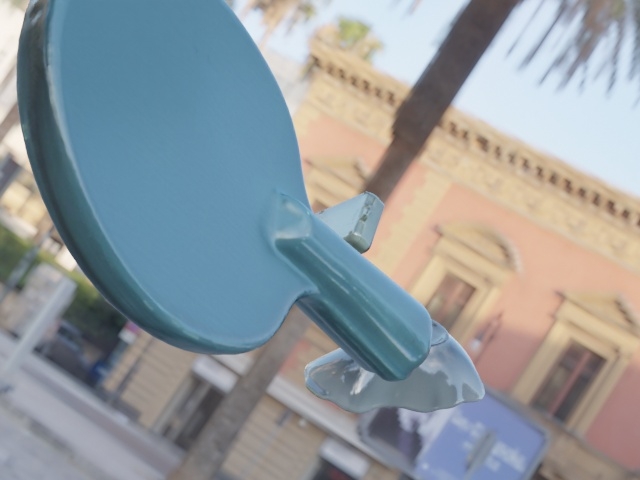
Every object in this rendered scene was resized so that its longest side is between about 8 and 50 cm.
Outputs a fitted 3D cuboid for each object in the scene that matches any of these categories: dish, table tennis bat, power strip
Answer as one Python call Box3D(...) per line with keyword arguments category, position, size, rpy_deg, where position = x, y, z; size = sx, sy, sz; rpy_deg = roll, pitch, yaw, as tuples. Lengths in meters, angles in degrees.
Box3D(category="dish", position=(0.051, 0.077, 0.991), size=(0.137, 0.039, 0.091), rpy_deg=(-8, 35, -39))
Box3D(category="table tennis bat", position=(-0.028, -0.013, 0.545), size=(0.038, 0.149, 0.237), rpy_deg=(-18, -39, 28))
Box3D(category="power strip", position=(0.000, 0.000, 0.864), size=(0.090, 0.040, 0.016), rpy_deg=(-23, -57, 39))
